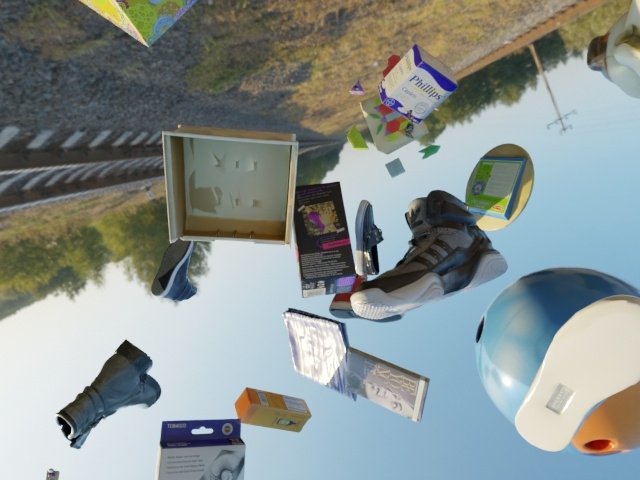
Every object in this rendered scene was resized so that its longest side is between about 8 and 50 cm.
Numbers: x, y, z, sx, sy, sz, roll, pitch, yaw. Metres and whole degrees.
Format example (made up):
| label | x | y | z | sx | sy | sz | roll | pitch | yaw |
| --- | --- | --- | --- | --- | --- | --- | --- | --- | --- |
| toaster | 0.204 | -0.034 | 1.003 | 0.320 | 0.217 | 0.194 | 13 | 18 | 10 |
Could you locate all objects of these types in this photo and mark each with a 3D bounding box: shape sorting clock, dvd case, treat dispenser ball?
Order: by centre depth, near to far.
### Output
| label | x | y | z | sx | sy | sz | roll | pitch | yaw |
| --- | --- | --- | --- | --- | --- | --- | --- | --- | --- |
| treat dispenser ball | 0.399 | 0.184 | 0.688 | 0.288 | 0.288 | 0.288 | -23 | -169 | 5 |
| shape sorting clock | 0.412 | -0.123 | 1.007 | 0.040 | 0.206 | 0.206 | 15 | 176 | -22 |
| dvd case | 0.170 | 0.382 | 1.147 | 0.221 | 0.164 | 0.018 | 17 | -144 | 23 |

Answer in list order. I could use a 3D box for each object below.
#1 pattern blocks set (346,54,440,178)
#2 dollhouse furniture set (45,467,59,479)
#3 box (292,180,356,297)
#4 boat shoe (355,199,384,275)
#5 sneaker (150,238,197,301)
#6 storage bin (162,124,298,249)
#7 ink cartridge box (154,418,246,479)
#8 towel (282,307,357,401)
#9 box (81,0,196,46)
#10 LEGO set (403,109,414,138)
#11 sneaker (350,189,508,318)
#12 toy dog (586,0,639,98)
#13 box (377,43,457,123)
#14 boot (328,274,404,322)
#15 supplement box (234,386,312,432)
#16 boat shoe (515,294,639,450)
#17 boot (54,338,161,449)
| label | x | y | z | sx | sy | sz | roll | pitch | yaw |
| --- | --- | --- | --- | --- | --- | --- | --- | --- | --- |
| pattern blocks set | 0.210 | -0.359 | 1.265 | 0.285 | 0.324 | 0.026 | -36 | 165 | 8 |
| dollhouse furniture set | -0.516 | 0.511 | 0.900 | 0.114 | 0.081 | 0.091 | 6 | 176 | 1 |
| box | 0.000 | 0.000 | 1.166 | 0.143 | 0.270 | 0.165 | -6 | 158 | -4 |
| boat shoe | 0.141 | -0.002 | 1.214 | 0.076 | 0.228 | 0.080 | 8 | -159 | 21 |
| sneaker | -0.481 | 0.107 | 1.510 | 0.086 | 0.163 | 0.226 | 18 | -104 | 26 |
| storage bin | -0.190 | -0.110 | 0.951 | 0.262 | 0.260 | 0.123 | 3 | -155 | -6 |
| ink cartridge box | -0.301 | 0.575 | 1.100 | 0.223 | 0.223 | 0.045 | 11 | 155 | -29 |
| towel | -0.012 | 0.349 | 1.369 | 0.040 | 0.243 | 0.336 | -13 | -173 | -32 |
| box | -0.275 | -0.418 | 0.440 | 0.177 | 0.279 | 0.290 | -50 | 161 | -9 |
| LEGO set | 0.214 | -0.281 | 1.058 | 0.024 | 0.083 | 0.054 | 5 | -136 | 19 |
| sneaker | 0.142 | 0.016 | 0.632 | 0.269 | 0.153 | 0.101 | -12 | 163 | -28 |
| toy dog | 0.697 | -0.444 | 0.852 | 0.285 | 0.395 | 0.408 | -19 | 164 | 8 |
| box | 0.233 | -0.374 | 1.047 | 0.137 | 0.126 | 0.072 | -42 | -139 | 40 |
| boot | 0.159 | 0.163 | 1.365 | 0.244 | 0.088 | 0.176 | 1 | -130 | 29 |
| supplement box | -0.143 | 0.523 | 1.330 | 0.078 | 0.233 | 0.080 | -55 | -147 | 11 |
| boat shoe | 0.237 | 0.115 | 0.387 | 0.066 | 0.184 | 0.063 | 25 | -144 | 30 |
| boot | -0.368 | 0.282 | 0.747 | 0.161 | 0.083 | 0.246 | -51 | 167 | -36 |
